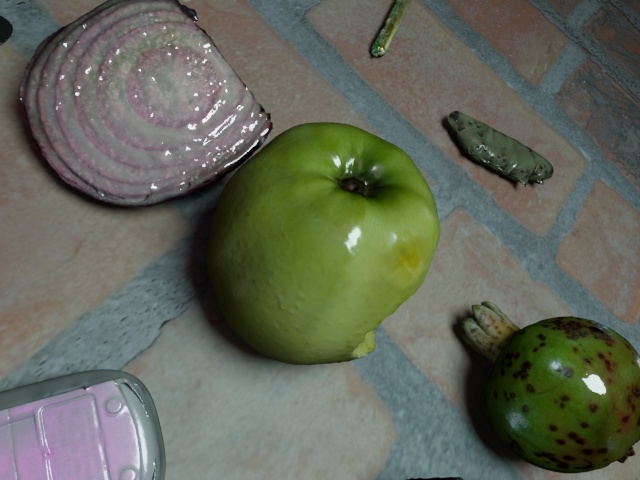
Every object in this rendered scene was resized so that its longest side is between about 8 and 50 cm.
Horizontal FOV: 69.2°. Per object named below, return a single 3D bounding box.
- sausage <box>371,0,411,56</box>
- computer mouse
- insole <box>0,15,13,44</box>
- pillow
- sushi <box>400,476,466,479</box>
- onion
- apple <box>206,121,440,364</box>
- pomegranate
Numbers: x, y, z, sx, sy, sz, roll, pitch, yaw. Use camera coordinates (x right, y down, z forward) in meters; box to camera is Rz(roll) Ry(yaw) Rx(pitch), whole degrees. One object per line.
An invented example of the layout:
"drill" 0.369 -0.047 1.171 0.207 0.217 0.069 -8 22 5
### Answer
"sausage" 0.150 -0.447 0.937 0.032 0.033 0.269 29 57 -8
"computer mouse" -0.294 0.212 0.388 0.310 0.072 0.158 -11 72 -28
"insole" -0.524 -0.323 0.595 0.253 0.005 0.086 31 58 -6
"pillow" 0.335 -0.159 0.863 0.241 0.051 0.093 26 52 -11
"sushi" 0.155 0.344 0.487 0.225 0.127 0.124 39 55 -11
"onion" -0.222 -0.158 0.594 0.247 0.111 0.250 -38 94 -11
"apple" 0.000 0.000 0.528 0.279 0.279 0.279 10 62 -19
"pomegranate" 0.287 0.175 0.601 0.202 0.202 0.248 -21 48 -31
